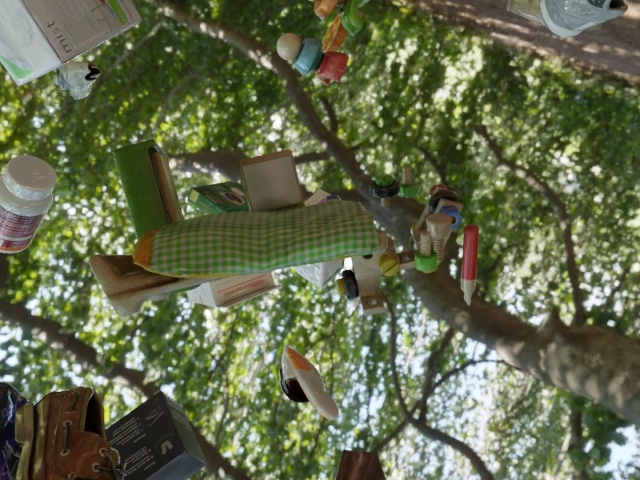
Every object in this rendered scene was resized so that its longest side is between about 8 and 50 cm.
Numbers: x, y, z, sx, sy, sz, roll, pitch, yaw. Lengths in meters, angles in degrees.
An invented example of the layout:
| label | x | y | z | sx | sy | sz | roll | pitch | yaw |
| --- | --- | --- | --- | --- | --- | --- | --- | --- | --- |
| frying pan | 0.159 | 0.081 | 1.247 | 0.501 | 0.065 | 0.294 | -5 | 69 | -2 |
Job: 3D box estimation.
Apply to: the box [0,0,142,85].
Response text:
| label | x | y | z | sx | sy | sz | roll | pitch | yaw |
| --- | --- | --- | --- | --- | --- | --- | --- | --- | --- |
| box | -0.459 | -0.425 | 0.973 | 0.127 | 0.262 | 0.231 | -12 | -149 | 31 |

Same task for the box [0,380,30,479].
| label | x | y | z | sx | sy | sz | roll | pitch | yaw |
| --- | --- | --- | --- | --- | --- | --- | --- | --- | --- |
| box | -0.495 | 0.350 | 0.842 | 0.103 | 0.261 | 0.184 | 3 | 147 | 2 |

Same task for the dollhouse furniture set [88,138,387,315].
| label | x | y | z | sx | sy | sz | roll | pitch | yaw |
| --- | --- | --- | --- | --- | --- | --- | --- | --- | --- |
| dollhouse furniture set | -0.080 | -0.040 | 0.530 | 0.198 | 0.151 | 0.301 | -14 | 180 | -7 |

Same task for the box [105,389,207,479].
| label | x | y | z | sx | sy | sz | roll | pitch | yaw |
| --- | --- | --- | --- | --- | --- | --- | --- | --- | --- |
| box | -0.335 | 0.416 | 1.192 | 0.158 | 0.156 | 0.093 | 51 | 174 | 40 |

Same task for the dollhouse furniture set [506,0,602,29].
| label | x | y | z | sx | sy | sz | roll | pitch | yaw |
| --- | --- | --- | --- | --- | --- | --- | --- | --- | --- |
| dollhouse furniture set | 0.441 | -0.517 | 1.065 | 0.212 | 0.242 | 0.161 | -6 | -146 | -14 |

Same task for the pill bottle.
| label | x | y | z | sx | sy | sz | roll | pitch | yaw |
| --- | --- | --- | --- | --- | --- | --- | --- | --- | --- |
| pill bottle | -0.673 | -0.079 | 1.335 | 0.121 | 0.221 | 0.121 | 27 | -142 | -24 |

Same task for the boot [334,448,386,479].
| label | x | y | z | sx | sy | sz | roll | pitch | yaw |
| --- | --- | --- | --- | --- | --- | --- | --- | --- | --- |
| boot | 0.007 | 0.211 | 0.505 | 0.106 | 0.037 | 0.114 | 47 | -140 | -10 |

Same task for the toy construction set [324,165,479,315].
| label | x | y | z | sx | sy | sz | roll | pitch | yaw |
| --- | --- | --- | --- | --- | --- | --- | --- | --- | --- |
| toy construction set | 0.154 | 0.039 | 1.081 | 0.258 | 0.237 | 0.309 | -18 | -151 | -25 |

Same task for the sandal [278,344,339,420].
| label | x | y | z | sx | sy | sz | roll | pitch | yaw |
| --- | --- | --- | --- | --- | --- | --- | --- | --- | --- |
| sandal | -0.043 | 0.306 | 1.252 | 0.102 | 0.076 | 0.265 | 43 | -178 | -22 |

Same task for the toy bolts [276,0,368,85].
| label | x | y | z | sx | sy | sz | roll | pitch | yaw |
| --- | --- | --- | --- | --- | --- | --- | --- | --- | --- |
| toy bolts | -0.013 | -0.487 | 1.401 | 0.159 | 0.228 | 0.218 | 22 | 173 | -19 |

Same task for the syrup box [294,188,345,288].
| label | x | y | z | sx | sy | sz | roll | pitch | yaw |
| --- | --- | --- | --- | --- | --- | --- | --- | --- | --- |
| syrup box | 0.000 | 0.000 | 1.452 | 0.096 | 0.236 | 0.093 | 33 | -123 | 23 |

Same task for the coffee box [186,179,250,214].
| label | x | y | z | sx | sy | sz | roll | pitch | yaw |
| --- | --- | --- | --- | --- | --- | --- | --- | --- | --- |
| coffee box | -0.231 | -0.098 | 1.488 | 0.113 | 0.040 | 0.184 | 34 | -156 | 16 |

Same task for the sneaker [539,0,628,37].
| label | x | y | z | sx | sy | sz | roll | pitch | yaw |
| --- | --- | --- | --- | --- | --- | --- | --- | --- | --- |
| sneaker | 0.305 | -0.361 | 0.707 | 0.228 | 0.086 | 0.132 | 55 | 160 | -21 |

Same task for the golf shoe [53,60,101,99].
| label | x | y | z | sx | sy | sz | roll | pitch | yaw |
| --- | --- | --- | --- | --- | --- | --- | --- | --- | --- |
| golf shoe | -0.521 | -0.356 | 1.326 | 0.086 | 0.069 | 0.176 | -11 | -173 | -3 |

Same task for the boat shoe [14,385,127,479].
| label | x | y | z | sx | sy | sz | roll | pitch | yaw |
| --- | --- | --- | --- | --- | --- | --- | --- | --- | --- |
| boat shoe | -0.291 | 0.276 | 0.715 | 0.104 | 0.110 | 0.307 | -24 | -143 | -19 |

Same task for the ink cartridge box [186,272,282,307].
| label | x | y | z | sx | sy | sz | roll | pitch | yaw |
| --- | --- | --- | --- | --- | --- | --- | --- | --- | --- |
| ink cartridge box | -0.160 | 0.065 | 1.057 | 0.115 | 0.067 | 0.198 | -21 | -170 | -28 |
